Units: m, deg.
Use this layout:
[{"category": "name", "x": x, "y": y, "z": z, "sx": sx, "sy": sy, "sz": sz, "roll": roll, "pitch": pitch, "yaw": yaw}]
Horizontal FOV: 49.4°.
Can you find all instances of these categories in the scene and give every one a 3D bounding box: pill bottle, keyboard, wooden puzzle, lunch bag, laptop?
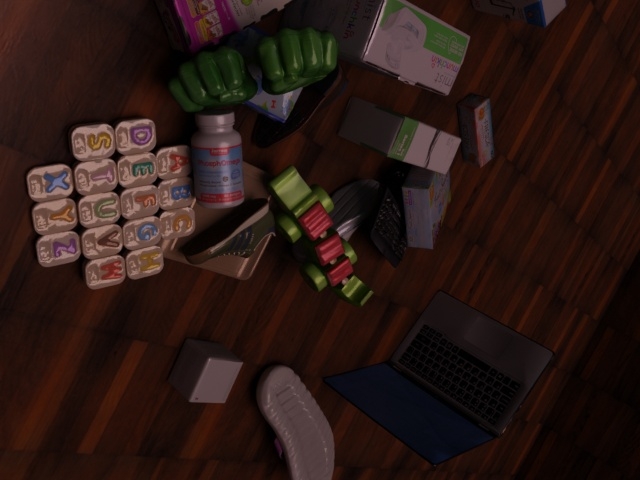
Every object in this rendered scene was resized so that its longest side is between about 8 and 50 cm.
[{"category": "pill bottle", "x": -0.178, "y": -0.141, "z": 1.202, "sx": 0.087, "sy": 0.087, "sz": 0.160, "roll": -18, "pitch": 116, "yaw": -38}, {"category": "keyboard", "x": 0.176, "y": -0.061, "z": 1.613, "sx": 0.317, "sy": 0.033, "sz": 0.201, "roll": 43, "pitch": 60, "yaw": -68}, {"category": "wooden puzzle", "x": -0.188, "y": -0.049, "z": 1.331, "sx": 0.239, "sy": 0.044, "sz": 0.221, "roll": 23, "pitch": 95, "yaw": -44}, {"category": "lunch bag", "x": -0.107, "y": -0.296, "z": 1.228, "sx": 0.151, "sy": 0.096, "sz": 0.128, "roll": 25, "pitch": 94, "yaw": -20}, {"category": "laptop", "x": 0.299, "y": 0.322, "z": 1.768, "sx": 0.408, "sy": 0.382, "sz": 0.236, "roll": -53, "pitch": 139, "yaw": -8}]

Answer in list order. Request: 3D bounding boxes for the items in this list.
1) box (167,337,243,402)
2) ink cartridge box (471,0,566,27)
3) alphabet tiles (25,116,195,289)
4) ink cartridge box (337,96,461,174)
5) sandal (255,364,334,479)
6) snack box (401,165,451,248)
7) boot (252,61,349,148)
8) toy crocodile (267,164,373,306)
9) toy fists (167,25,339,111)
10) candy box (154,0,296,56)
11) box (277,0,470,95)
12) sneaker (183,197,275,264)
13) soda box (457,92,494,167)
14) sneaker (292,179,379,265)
[{"category": "box", "x": -0.235, "y": 0.267, "z": 1.424, "sx": 0.102, "sy": 0.087, "sz": 0.101, "roll": 19, "pitch": 98, "yaw": -49}, {"category": "ink cartridge box", "x": 0.418, "y": -0.565, "z": 1.517, "sx": 0.086, "sy": 0.203, "sz": 0.148, "roll": -47, "pitch": 137, "yaw": -12}, {"category": "alphabet tiles", "x": -0.336, "y": -0.059, "z": 1.160, "sx": 0.278, "sy": 0.021, "sz": 0.284, "roll": -14, "pitch": 118, "yaw": -34}, {"category": "ink cartridge box", "x": 0.172, "y": -0.223, "z": 1.497, "sx": 0.219, "sy": 0.160, "sz": 0.092, "roll": 10, "pitch": 106, "yaw": -47}, {"category": "sandal", "x": -0.067, "y": 0.464, "z": 1.709, "sx": 0.169, "sy": 0.102, "sz": 0.416, "roll": -42, "pitch": 125, "yaw": -41}, {"category": "snack box", "x": 0.255, "y": -0.110, "z": 1.653, "sx": 0.207, "sy": 0.070, "sz": 0.174, "roll": -61, "pitch": 150, "yaw": -47}, {"category": "boot", "x": -0.030, "y": -0.250, "z": 1.332, "sx": 0.219, "sy": 0.082, "sz": 0.106, "roll": -42, "pitch": 166, "yaw": 15}, {"category": "toy crocodile", "x": 0.000, "y": 0.000, "z": 1.393, "sx": 0.115, "sy": 0.105, "sz": 0.340, "roll": -37, "pitch": 121, "yaw": -16}, {"category": "toy fists", "x": -0.105, "y": -0.270, "z": 1.114, "sx": 0.142, "sy": 0.279, "sz": 0.096, "roll": -15, "pitch": 92, "yaw": -85}, {"category": "candy box", "x": -0.155, "y": -0.422, "z": 1.121, "sx": 0.233, "sy": 0.071, "sz": 0.159, "roll": -36, "pitch": 133, "yaw": -25}, {"category": "box", "x": 0.099, "y": -0.375, "z": 1.283, "sx": 0.262, "sy": 0.231, "sz": 0.126, "roll": 7, "pitch": 107, "yaw": -46}, {"category": "sneaker", "x": -0.158, "y": 0.006, "z": 1.304, "sx": 0.192, "sy": 0.064, "sz": 0.086, "roll": -38, "pitch": 126, "yaw": -24}, {"category": "soda box", "x": 0.395, "y": -0.278, "z": 1.768, "sx": 0.063, "sy": 0.058, "sz": 0.183, "roll": -39, "pitch": 136, "yaw": -23}, {"category": "sneaker", "x": 0.039, "y": -0.034, "z": 1.541, "sx": 0.258, "sy": 0.094, "sz": 0.091, "roll": -40, "pitch": 153, "yaw": -15}]
